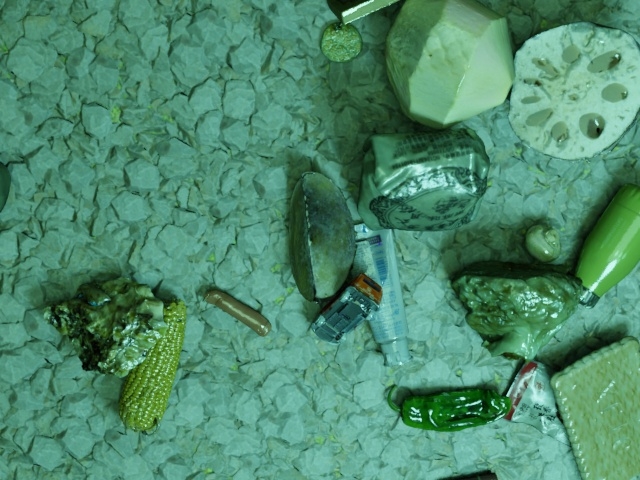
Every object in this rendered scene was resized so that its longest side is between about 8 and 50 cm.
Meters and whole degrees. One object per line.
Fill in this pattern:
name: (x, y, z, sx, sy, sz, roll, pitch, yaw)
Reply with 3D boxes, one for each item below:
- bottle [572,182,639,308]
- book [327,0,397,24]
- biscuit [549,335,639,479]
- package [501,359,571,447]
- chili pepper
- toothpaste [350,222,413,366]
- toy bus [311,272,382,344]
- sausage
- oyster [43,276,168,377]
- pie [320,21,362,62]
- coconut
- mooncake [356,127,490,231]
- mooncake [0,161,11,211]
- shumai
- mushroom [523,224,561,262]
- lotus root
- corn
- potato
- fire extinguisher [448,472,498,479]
bottle: (0.595, 0.017, 1.690, 0.112, 0.112, 0.260, 31, 97, -8)
book: (0.132, -0.474, 1.553, 0.230, 0.161, 0.026, -23, 116, 1)
biscuit: (0.617, 0.375, 1.765, 0.217, 0.044, 0.325, -26, 109, -5)
package: (0.515, 0.357, 1.789, 0.239, 0.030, 0.154, 23, 100, -7)
chili pepper: (0.272, 0.356, 1.757, 0.256, 0.074, 0.100, -4, 100, -4)
toothpaste: (0.123, 0.109, 1.710, 0.114, 0.073, 0.299, -14, 93, 8)
toy bus: (0.054, 0.138, 1.671, 0.079, 0.077, 0.174, 36, 134, -8)
sausage: (-0.170, 0.146, 1.713, 0.158, 0.036, 0.042, 31, 63, -8)
oyster: (-0.420, 0.162, 1.644, 0.223, 0.083, 0.214, -42, 74, 7)
pie: (0.043, -0.389, 1.636, 0.085, 0.017, 0.085, -1, 99, -3)
coconut: (0.242, -0.332, 1.535, 0.259, 0.259, 0.259, -1, 100, -3)
mooncake: (0.197, -0.107, 1.577, 0.254, 0.250, 0.136, -8, 67, -2)
mooncake: (-0.734, -0.106, 1.592, 0.274, 0.135, 0.275, -1, 103, -6)
shumai: (0.388, 0.149, 1.661, 0.255, 0.189, 0.218, 4, 108, 17)
mushroom: (0.457, 0.005, 1.695, 0.083, 0.083, 0.067, 42, 131, -9)
lotus root: (0.478, -0.291, 1.594, 0.272, 0.192, 0.272, 2, 104, 7)
corn: (-0.341, 0.254, 1.692, 0.106, 0.106, 0.293, 14, 100, -5)
potato: (-0.001, -0.002, 1.681, 0.120, 0.100, 0.261, -2, 85, -31)
fire extinguisher: (0.308, 0.545, 1.808, 0.157, 0.045, 0.078, -10, 123, -2)
